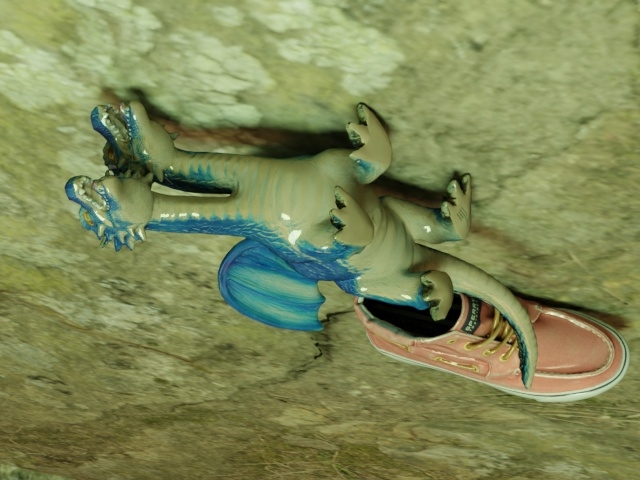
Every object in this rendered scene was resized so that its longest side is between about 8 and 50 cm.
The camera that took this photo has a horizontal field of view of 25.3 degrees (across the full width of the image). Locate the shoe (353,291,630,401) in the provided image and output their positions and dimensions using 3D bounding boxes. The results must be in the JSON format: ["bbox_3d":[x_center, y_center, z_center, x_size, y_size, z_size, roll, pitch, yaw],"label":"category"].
[{"bbox_3d":[0.109,0.060,0.918,0.178,0.063,0.081,10,167,15],"label":"shoe"}]

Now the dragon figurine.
[{"bbox_3d":[0.000,0.000,0.768,0.144,0.085,0.289,-6,155,41],"label":"dragon figurine"}]
